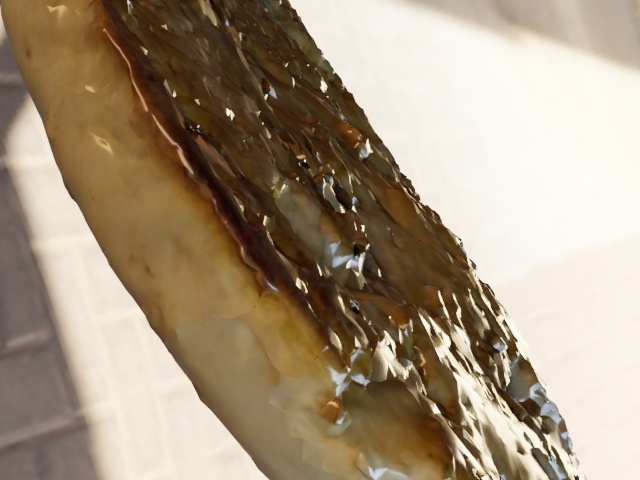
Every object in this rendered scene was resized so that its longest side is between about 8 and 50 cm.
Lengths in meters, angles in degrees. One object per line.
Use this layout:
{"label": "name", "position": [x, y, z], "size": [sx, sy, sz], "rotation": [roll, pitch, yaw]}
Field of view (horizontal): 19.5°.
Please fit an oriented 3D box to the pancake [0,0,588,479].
{"label": "pancake", "position": [0.002, -0.001, 0.588], "size": [0.356, 0.065, 0.356], "rotation": [52, 9, -12]}
